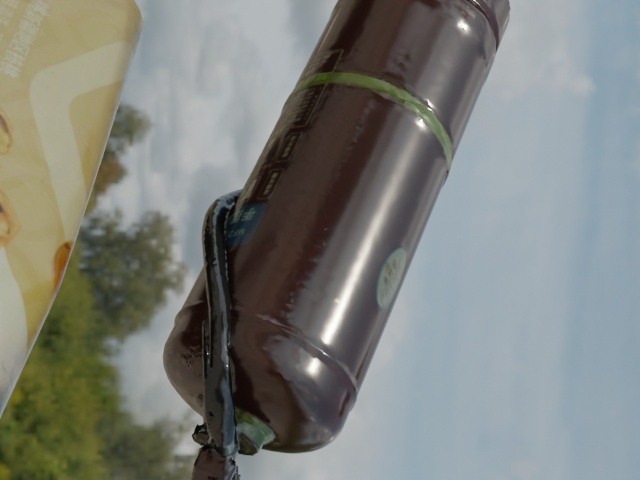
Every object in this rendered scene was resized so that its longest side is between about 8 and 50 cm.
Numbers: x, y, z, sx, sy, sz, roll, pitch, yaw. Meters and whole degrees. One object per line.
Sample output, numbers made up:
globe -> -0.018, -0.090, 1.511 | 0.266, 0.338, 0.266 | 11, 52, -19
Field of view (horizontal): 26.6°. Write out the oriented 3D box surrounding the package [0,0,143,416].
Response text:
package -> -0.238, -0.044, 0.677 | 0.165, 0.221, 0.311 | -41, -153, 34

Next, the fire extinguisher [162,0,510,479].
fire extinguisher -> 0.000, 0.000, 0.698 | 0.141, 0.105, 0.341 | 83, 28, -57
